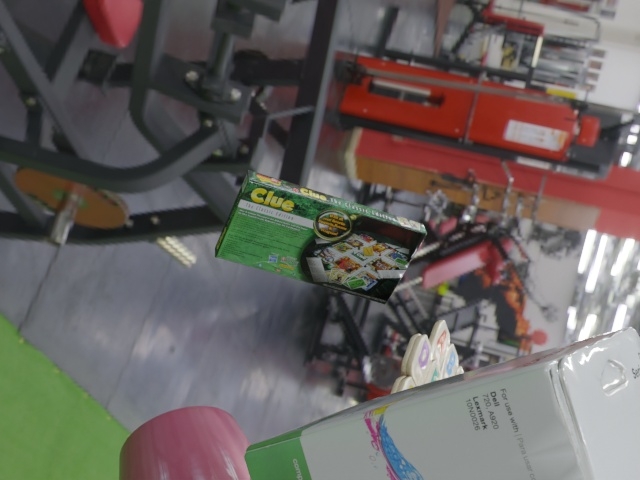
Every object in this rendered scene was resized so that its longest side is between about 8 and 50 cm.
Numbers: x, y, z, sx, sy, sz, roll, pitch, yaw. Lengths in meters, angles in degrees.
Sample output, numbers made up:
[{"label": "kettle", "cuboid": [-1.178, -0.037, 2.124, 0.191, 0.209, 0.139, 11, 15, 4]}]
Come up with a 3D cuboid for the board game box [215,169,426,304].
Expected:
[{"label": "board game box", "cuboid": [0.000, 0.000, 1.210, 0.030, 0.260, 0.136, -97, -151, -52]}]

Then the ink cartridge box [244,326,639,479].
[{"label": "ink cartridge box", "cuboid": [0.114, 0.170, 0.711, 0.201, 0.278, 0.117, -5, 74, -55]}]

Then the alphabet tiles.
[{"label": "alphabet tiles", "cuboid": [0.156, 0.267, 1.253, 0.278, 0.021, 0.284, -64, 144, -36]}]

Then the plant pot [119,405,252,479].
[{"label": "plant pot", "cuboid": [-0.120, 0.275, 0.879, 0.201, 0.201, 0.180, 92, -22, -45]}]
